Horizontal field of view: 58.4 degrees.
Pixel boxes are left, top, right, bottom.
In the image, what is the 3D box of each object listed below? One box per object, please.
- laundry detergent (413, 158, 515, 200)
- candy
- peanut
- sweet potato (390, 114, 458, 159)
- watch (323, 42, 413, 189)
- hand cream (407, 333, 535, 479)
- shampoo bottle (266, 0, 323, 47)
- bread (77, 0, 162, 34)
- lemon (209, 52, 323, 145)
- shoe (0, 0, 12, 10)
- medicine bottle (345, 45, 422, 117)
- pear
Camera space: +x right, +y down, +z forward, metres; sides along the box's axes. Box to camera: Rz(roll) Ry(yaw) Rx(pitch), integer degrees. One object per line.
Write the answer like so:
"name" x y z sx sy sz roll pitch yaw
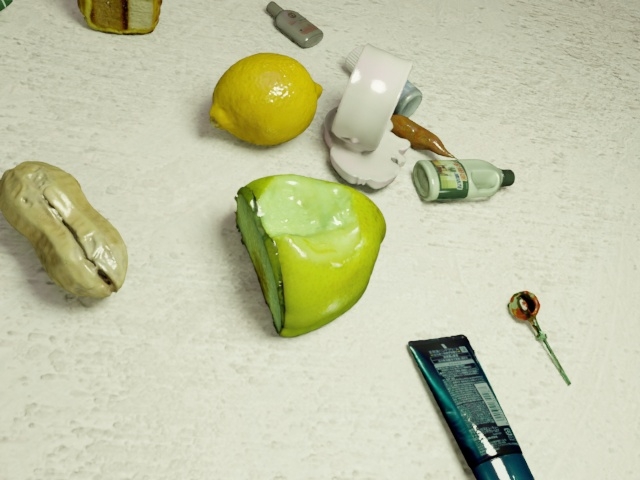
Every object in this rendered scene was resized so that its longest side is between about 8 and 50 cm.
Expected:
"laundry detergent" 0.315 -0.131 1.226 0.225 0.070 0.099 -3 44 -19
"candy" 0.403 0.176 1.040 0.055 0.049 0.185 -26 69 4
"peanut" -0.407 -0.024 0.905 0.130 0.130 0.290 -34 71 -34
"sweet potato" 0.225 -0.229 1.279 0.194 0.057 0.056 33 51 25
"watch" 0.113 -0.254 1.160 0.196 0.231 0.244 23 48 -1
"hand cream" 0.241 0.266 0.913 0.120 0.061 0.271 -4 50 -20
"shampoo bottle" -0.072 -0.552 1.457 0.165 0.040 0.080 43 56 16
"bread" -0.435 -0.563 1.247 0.181 0.222 0.096 2 54 -19
"lemon" -0.108 -0.281 1.145 0.244 0.187 0.187 -18 59 -14
"shoe" -0.819 -0.595 1.225 0.363 0.132 0.160 41 54 11
"medicine bottle" 0.147 -0.377 1.358 0.083 0.083 0.203 -28 64 -31
"pear" 0.000 0.000 0.983 0.292 0.159 0.293 10 50 -12
